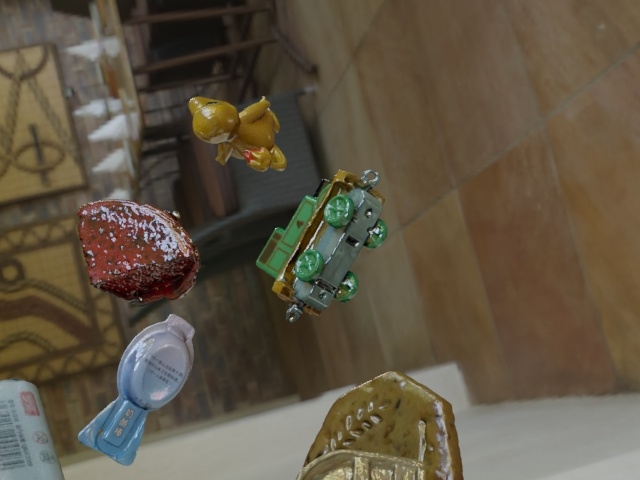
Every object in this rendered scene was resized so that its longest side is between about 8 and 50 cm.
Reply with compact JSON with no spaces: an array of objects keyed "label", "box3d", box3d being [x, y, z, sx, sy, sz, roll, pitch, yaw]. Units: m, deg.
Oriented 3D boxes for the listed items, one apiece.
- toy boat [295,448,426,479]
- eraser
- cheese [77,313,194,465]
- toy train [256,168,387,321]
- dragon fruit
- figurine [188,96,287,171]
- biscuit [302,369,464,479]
[{"label":"toy boat","box3d":[0.052,0.364,1.472,0.061,0.188,0.116,110,167,-62]},{"label":"eraser","box3d":[-0.518,0.333,1.652,0.227,0.174,0.081,59,141,40]},{"label":"cheese","box3d":[-0.279,0.231,1.625,0.052,0.245,0.135,16,161,48]},{"label":"toy train","box3d":[0.000,0.000,1.362,0.136,0.091,0.228,24,85,47]},{"label":"dragon fruit","box3d":[-0.217,0.007,1.313,0.120,0.161,0.127,30,-132,-67]},{"label":"figurine","box3d":[-0.115,-0.146,1.470,0.122,0.121,0.176,51,-162,29]},{"label":"biscuit","box3d":[0.091,0.386,1.682,0.359,0.046,0.359,-28,51,40]}]
